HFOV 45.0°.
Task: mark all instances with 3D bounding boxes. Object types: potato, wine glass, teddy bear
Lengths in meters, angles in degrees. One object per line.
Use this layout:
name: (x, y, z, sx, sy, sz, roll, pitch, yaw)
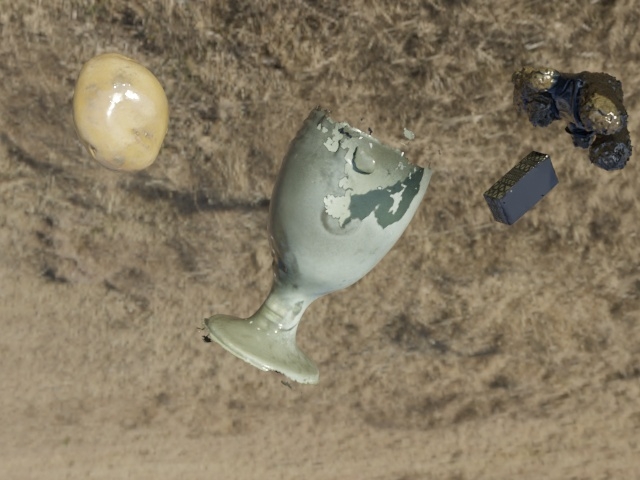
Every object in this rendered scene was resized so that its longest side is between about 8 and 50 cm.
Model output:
potato: (-0.235, -0.152, 0.913, 0.112, 0.147, 0.112, -10, 179, 0)
wine glass: (-0.003, 0.001, 1.001, 0.190, 0.190, 0.357, 23, 100, -40)
teddy bear: (0.407, -0.209, 1.207, 0.129, 0.251, 0.182, -37, 130, -6)

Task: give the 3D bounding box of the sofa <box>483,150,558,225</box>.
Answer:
sofa: (0.314, -0.082, 1.204, 0.118, 0.039, 0.060, -40, 120, -15)
